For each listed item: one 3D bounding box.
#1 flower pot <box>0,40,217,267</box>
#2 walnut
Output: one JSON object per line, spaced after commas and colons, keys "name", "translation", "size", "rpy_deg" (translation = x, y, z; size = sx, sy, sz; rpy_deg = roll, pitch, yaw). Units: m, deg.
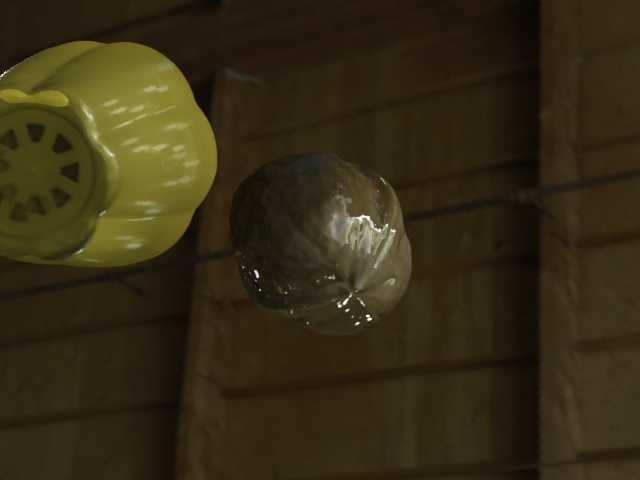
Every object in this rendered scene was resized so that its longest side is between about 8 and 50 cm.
{"name": "flower pot", "translation": [-0.196, -0.061, 1.150], "size": [0.195, 0.179, 0.195], "rpy_deg": [2, -80, 10]}
{"name": "walnut", "translation": [-0.001, 0.001, 1.123], "size": [0.140, 0.140, 0.162], "rpy_deg": [-42, -146, 13]}
